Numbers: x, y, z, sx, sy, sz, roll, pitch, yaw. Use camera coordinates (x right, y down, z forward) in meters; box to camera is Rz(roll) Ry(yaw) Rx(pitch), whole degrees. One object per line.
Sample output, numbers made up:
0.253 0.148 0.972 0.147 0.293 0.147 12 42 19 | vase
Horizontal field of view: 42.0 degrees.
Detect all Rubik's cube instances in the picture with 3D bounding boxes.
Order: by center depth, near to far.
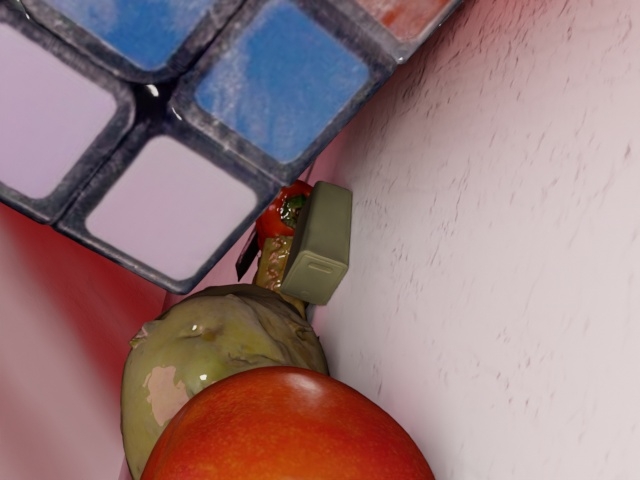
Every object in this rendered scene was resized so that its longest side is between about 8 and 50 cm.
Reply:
-0.144 -0.233 0.591 0.359 0.362 0.363 -44 38 16 | Rubik's cube

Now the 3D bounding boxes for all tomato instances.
-0.021 0.149 0.369 0.195 0.136 0.195 -162 90 -80 | tomato

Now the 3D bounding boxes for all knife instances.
-0.051 -0.046 1.005 0.230 0.028 0.060 -63 -18 14 | knife

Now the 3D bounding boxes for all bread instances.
-0.038 0.054 0.773 0.066 0.060 0.110 -16 53 40 | bread

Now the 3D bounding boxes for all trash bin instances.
0.000 0.000 0.719 0.061 0.043 0.092 120 166 -46 | trash bin

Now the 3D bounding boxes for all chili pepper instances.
-0.038 -0.023 0.883 0.071 0.063 0.272 -62 7 -12 | chili pepper

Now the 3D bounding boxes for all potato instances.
-0.063 0.115 0.591 0.262 0.165 0.164 179 108 -84 | potato
